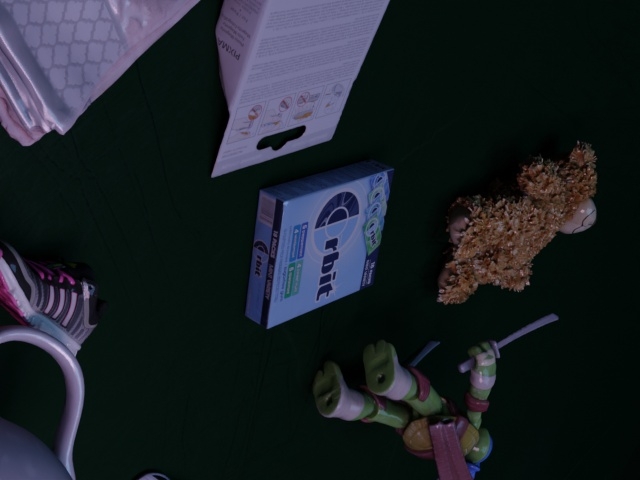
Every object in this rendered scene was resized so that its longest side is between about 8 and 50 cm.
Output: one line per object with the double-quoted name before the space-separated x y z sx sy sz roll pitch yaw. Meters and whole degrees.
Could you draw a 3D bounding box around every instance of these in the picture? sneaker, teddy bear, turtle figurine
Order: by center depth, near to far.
"sneaker" -0.234 0.037 0.887 0.075 0.063 0.170 -49 148 -17
"turtle figurine" 0.131 0.178 1.373 0.266 0.198 0.274 25 82 -40
"teddy bear" 0.290 -0.020 1.478 0.338 0.113 0.245 -11 123 -48

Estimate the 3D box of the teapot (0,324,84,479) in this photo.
"teapot" -0.310 0.205 0.780 0.253 0.256 0.187 -21 112 7

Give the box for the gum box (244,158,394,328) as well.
"gum box" 0.000 0.000 1.179 0.184 0.041 0.156 -19 127 -44

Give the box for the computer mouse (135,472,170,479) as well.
"computer mouse" -0.164 0.324 1.189 0.106 0.042 0.193 -53 145 -10

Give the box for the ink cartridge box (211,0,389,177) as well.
"ink cartridge box" -0.028 -0.187 1.027 0.189 0.066 0.232 -22 150 -43

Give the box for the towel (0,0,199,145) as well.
"towel" -0.165 -0.280 0.665 0.317 0.053 0.331 -56 137 -33
